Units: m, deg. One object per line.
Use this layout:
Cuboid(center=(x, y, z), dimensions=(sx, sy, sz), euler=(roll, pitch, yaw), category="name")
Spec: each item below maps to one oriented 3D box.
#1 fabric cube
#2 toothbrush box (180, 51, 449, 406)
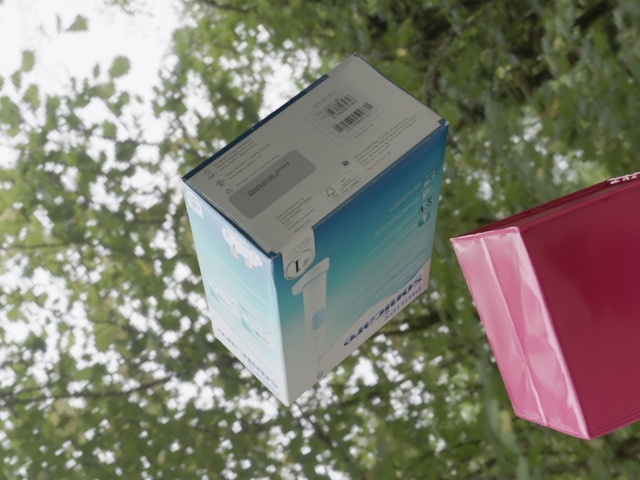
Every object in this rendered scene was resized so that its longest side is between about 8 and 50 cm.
Cuboid(center=(0.349, 0.069, 1.310), dimensions=(0.259, 0.254, 0.258), euler=(162, 87, -80), category="fabric cube")
Cuboid(center=(0.000, 0.000, 1.030), dimensions=(0.126, 0.216, 0.295), euler=(41, 157, 25), category="toothbrush box")
